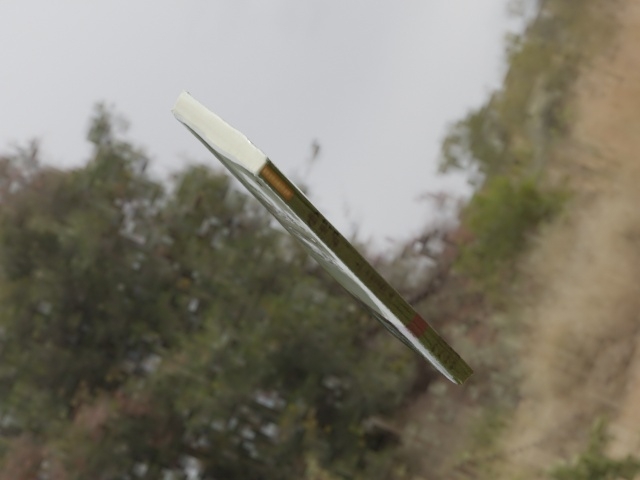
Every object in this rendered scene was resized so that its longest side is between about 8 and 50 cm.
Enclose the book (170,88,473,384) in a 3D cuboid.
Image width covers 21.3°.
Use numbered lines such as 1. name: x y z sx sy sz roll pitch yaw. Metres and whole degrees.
1. book: 0.000 0.000 1.437 0.026 0.289 0.201 -45 32 -3
